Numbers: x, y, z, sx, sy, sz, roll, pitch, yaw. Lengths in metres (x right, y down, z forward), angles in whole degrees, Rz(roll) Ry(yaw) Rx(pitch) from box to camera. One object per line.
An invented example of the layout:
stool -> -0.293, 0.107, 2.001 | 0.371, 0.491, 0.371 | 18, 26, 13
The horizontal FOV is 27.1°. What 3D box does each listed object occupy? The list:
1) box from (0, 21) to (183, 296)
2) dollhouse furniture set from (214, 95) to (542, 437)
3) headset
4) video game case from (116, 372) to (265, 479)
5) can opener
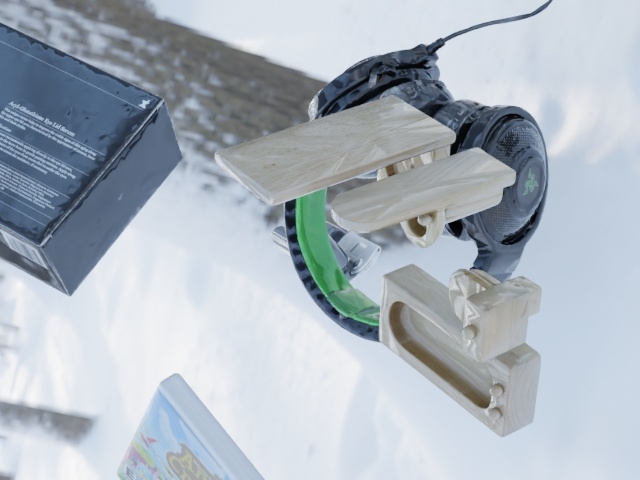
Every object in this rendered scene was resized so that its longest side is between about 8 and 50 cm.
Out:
box -> -0.292, -0.091, 1.250 | 0.184, 0.261, 0.103 | -55, -23, -21
dollhouse furniture set -> 0.033, 0.028, 0.736 | 0.144, 0.123, 0.151 | 37, 136, 43
headset -> 0.085, -0.091, 1.181 | 0.243, 0.185, 0.394 | 37, 113, 32
video game case -> -0.085, 0.236, 1.115 | 0.023, 0.212, 0.193 | -31, -17, -34
can opener -> 0.000, 0.000, 1.851 | 0.074, 0.093, 0.280 | -45, 21, -7
